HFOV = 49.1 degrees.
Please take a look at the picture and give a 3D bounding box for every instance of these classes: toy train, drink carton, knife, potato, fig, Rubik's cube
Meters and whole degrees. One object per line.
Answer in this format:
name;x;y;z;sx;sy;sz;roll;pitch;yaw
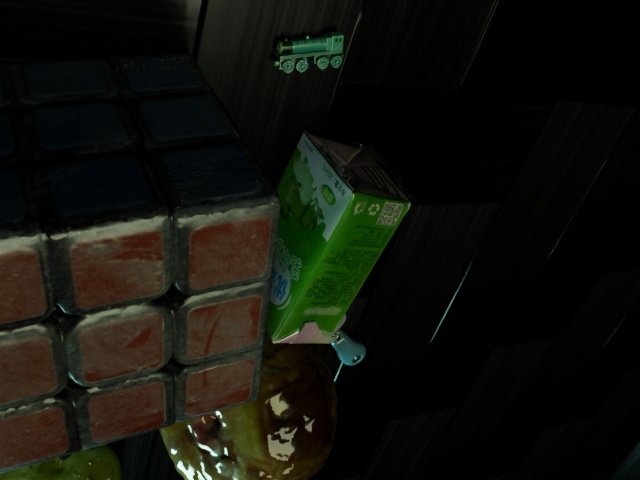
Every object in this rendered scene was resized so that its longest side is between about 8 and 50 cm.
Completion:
toy train;-0.013;-0.229;0.852;0.092;0.029;0.045;-11;126;-20
drink carton;0.000;0.000;0.971;0.108;0.161;0.271;6;125;-35
knife;0.022;0.147;1.229;0.058;0.032;0.244;-32;134;2
potato;-0.418;0.363;1.075;0.186;0.149;0.253;-48;135;-20
fig;-0.086;0.237;1.125;0.286;0.286;0.369;-49;171;17
Rubik's cube;-0.239;0.006;0.734;0.305;0.301;0.303;-8;132;-24

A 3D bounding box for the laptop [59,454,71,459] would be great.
laptop;-0.345;0.196;0.986;0.154;0.026;0.207;-52;152;-40
